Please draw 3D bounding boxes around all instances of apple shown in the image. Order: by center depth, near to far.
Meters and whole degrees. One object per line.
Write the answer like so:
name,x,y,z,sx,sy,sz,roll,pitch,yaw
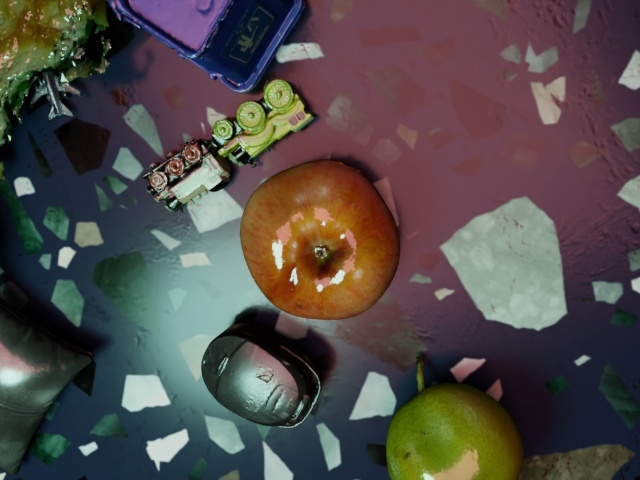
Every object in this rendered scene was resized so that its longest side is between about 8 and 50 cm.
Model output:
apple,0.000,0.000,0.888,0.209,0.164,0.209,1,100,5

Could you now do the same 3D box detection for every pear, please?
pear,0.160,0.257,0.921,0.180,0.166,0.216,-40,66,23

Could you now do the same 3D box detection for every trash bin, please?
trash bin,-0.138,-0.282,0.822,0.184,0.234,0.162,33,103,0

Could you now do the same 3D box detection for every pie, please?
pie,-0.450,-0.259,0.931,0.371,0.078,0.296,-41,84,15

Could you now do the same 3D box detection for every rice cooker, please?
rice cooker,-0.080,0.182,0.960,0.165,0.106,0.112,29,102,-2

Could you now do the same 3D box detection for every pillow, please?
pillow,-0.465,0.212,1.016,0.186,0.106,0.250,33,104,-7

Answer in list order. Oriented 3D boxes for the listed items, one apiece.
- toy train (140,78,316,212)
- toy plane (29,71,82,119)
toy train,-0.127,-0.123,0.941,0.250,0.053,0.085,-33,100,12
toy plane,-0.369,-0.210,0.969,0.078,0.031,0.083,-8,99,9
